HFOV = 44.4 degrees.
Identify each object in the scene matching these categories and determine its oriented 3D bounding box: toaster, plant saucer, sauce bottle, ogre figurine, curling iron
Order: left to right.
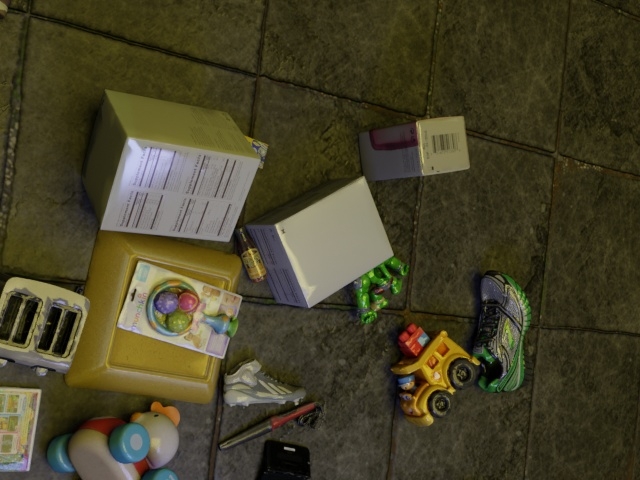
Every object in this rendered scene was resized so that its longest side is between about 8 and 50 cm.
[{"bbox_3d":[-0.533,0.150,1.457,0.168,0.110,0.186,22,79,-32],"label":"toaster"},{"bbox_3d":[-0.320,0.161,1.612,0.332,0.081,0.333,16,83,-33],"label":"plant saucer"},{"bbox_3d":[-0.158,0.030,1.736,0.042,0.042,0.128,-31,106,-28],"label":"sauce bottle"},{"bbox_3d":[-0.104,0.429,1.781,0.273,0.035,0.068,-12,97,-32],"label":"curling iron"},{"bbox_3d":[0.141,0.095,1.899,0.197,0.097,0.118,-36,121,-15],"label":"ogre figurine"}]

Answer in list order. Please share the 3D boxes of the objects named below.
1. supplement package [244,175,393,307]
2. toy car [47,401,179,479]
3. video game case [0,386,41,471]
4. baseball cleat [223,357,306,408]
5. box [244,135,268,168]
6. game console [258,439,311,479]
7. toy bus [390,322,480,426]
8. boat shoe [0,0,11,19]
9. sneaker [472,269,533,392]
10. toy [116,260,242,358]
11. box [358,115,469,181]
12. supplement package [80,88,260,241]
[{"bbox_3d":[0.000,0.000,1.776,0.261,0.145,0.204,-30,106,-28],"label":"supplement package"},{"bbox_3d":[-0.364,0.397,1.551,0.210,0.219,0.238,62,33,-17],"label":"toy car"},{"bbox_3d":[-0.608,0.353,1.467,0.143,0.019,0.157,10,85,-33],"label":"video game case"},{"bbox_3d":[-0.120,0.316,1.749,0.205,0.072,0.110,2,83,-36],"label":"baseball cleat"},{"bbox_3d":[-0.202,-0.207,1.696,0.168,0.054,0.059,18,81,-31],"label":"box"},{"bbox_3d":[-0.090,0.529,1.806,0.122,0.071,0.107,21,50,-32],"label":"game console"},{"bbox_3d":[0.254,0.321,1.956,0.211,0.149,0.220,46,70,-10],"label":"toy bus"},{"bbox_3d":[-0.654,-0.482,1.391,0.223,0.080,0.074,32,69,-35],"label":"boat shoe"},{"bbox_3d":[0.477,0.248,2.093,0.146,0.134,0.344,-13,98,-31],"label":"sneaker"},{"bbox_3d":[-0.268,0.142,1.564,0.237,0.056,0.137,23,77,-31],"label":"toy"},{"bbox_3d":[0.218,-0.216,1.859,0.148,0.232,0.127,-11,97,-32],"label":"box"},{"bbox_3d":[-0.294,-0.140,1.513,0.262,0.199,0.198,6,121,-33],"label":"supplement package"}]
